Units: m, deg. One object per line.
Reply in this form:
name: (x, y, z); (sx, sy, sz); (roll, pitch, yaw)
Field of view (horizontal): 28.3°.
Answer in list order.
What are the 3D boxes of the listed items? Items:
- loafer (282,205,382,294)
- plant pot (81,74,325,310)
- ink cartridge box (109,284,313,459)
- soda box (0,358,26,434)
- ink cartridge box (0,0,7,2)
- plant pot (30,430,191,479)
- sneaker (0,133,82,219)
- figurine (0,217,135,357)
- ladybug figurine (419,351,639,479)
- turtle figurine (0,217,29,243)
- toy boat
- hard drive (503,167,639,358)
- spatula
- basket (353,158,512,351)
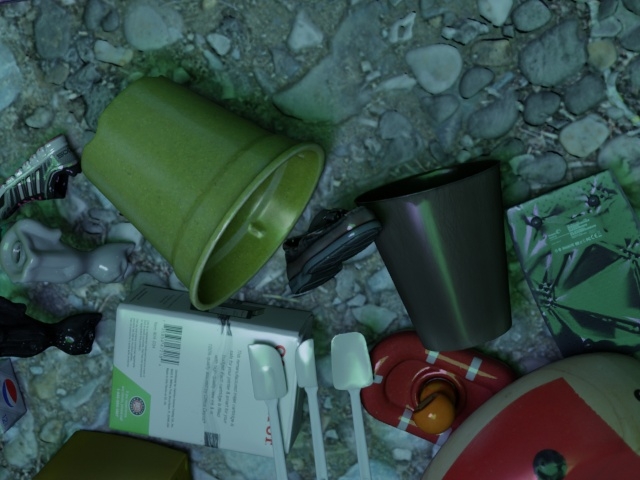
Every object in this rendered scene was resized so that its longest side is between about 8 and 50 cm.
loafer: (0.000, 0.000, 1.732); (0.096, 0.267, 0.084); (-21, 79, -24)
plant pot: (-0.178, -0.088, 1.747); (0.254, 0.276, 0.276); (36, 108, 14)
ink cartridge box: (-0.159, 0.192, 1.865); (0.273, 0.115, 0.198); (9, 105, 9)
soda box: (-0.616, 0.268, 1.993); (0.286, 0.091, 0.098); (-13, 102, 15)
ink cartridge box: (-0.433, -0.377, 1.765); (0.213, 0.154, 0.093); (-8, 101, 13)
plant pot: (-0.295, 0.414, 1.900); (0.187, 0.212, 0.212); (-5, 102, 11)
sneaker: (-0.418, -0.078, 1.882); (0.170, 0.063, 0.075); (-42, 92, 17)
figurine: (-0.384, 0.079, 1.857); (0.092, 0.209, 0.214); (43, 112, 38)
ladybug figurine: (0.309, 0.351, 1.722); (0.449, 0.162, 0.305); (-46, 112, 6)
turtle figurine: (-0.535, 0.017, 1.891); (0.234, 0.175, 0.118); (-6, 83, 5)
toy boat: (0.163, 0.224, 1.787); (0.231, 0.151, 0.151); (22, 106, 6)
hard drive: (0.373, 0.040, 1.749); (0.172, 0.054, 0.254); (-22, 99, 16)
spatula: (-0.004, 0.250, 1.789); (0.168, 0.019, 0.242); (-8, 105, 0)
basket: (0.175, 0.024, 1.734); (0.204, 0.154, 0.226); (-16, 101, 2)
